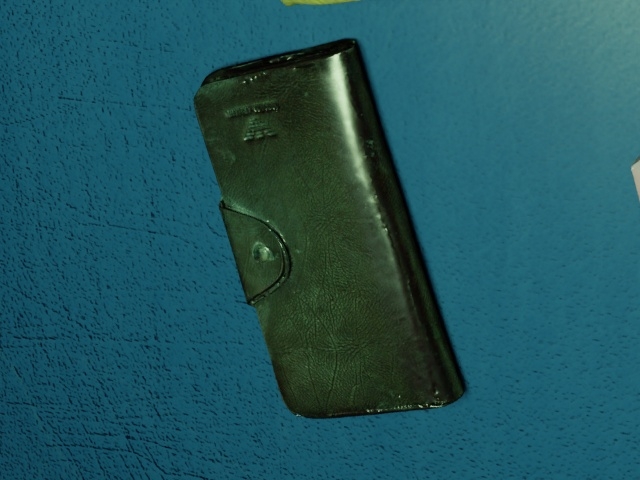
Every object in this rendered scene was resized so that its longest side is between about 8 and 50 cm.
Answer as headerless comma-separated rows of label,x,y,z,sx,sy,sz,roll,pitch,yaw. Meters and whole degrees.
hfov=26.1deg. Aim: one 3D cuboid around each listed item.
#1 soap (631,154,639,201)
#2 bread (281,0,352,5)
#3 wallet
soap,0.290,-0.014,0.994,0.100,0.056,0.149,-38,91,37
bread,0.006,-0.306,1.031,0.178,0.135,0.240,12,124,61
wallet,0.000,0.000,1.159,0.172,0.045,0.318,-9,106,29
